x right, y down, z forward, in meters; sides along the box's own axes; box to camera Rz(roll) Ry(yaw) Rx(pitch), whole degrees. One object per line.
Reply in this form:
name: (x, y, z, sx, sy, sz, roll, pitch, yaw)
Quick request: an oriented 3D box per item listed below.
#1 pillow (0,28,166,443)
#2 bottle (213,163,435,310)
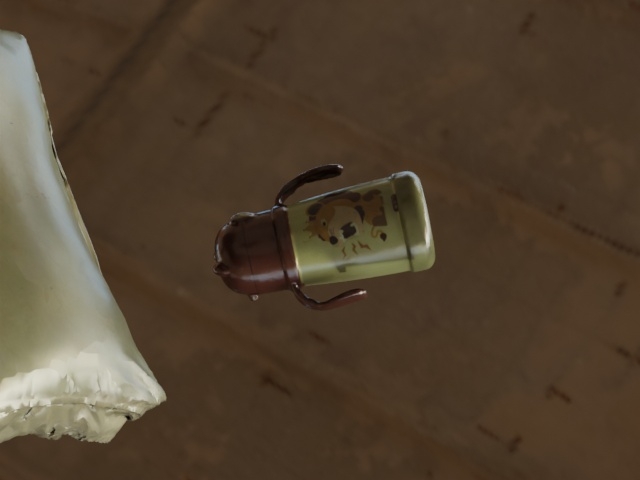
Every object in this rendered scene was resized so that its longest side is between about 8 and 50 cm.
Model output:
pillow: (-0.135, -0.007, 0.772, 0.053, 0.119, 0.208, -35, -113, 25)
bottle: (0.000, 0.001, 0.871, 0.101, 0.047, 0.063, -12, -135, 0)
